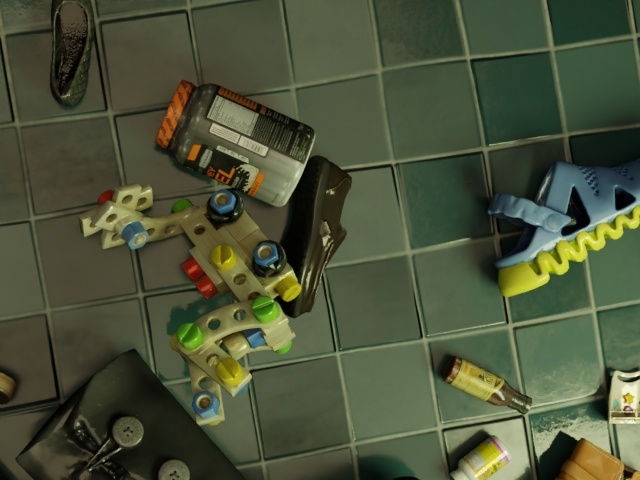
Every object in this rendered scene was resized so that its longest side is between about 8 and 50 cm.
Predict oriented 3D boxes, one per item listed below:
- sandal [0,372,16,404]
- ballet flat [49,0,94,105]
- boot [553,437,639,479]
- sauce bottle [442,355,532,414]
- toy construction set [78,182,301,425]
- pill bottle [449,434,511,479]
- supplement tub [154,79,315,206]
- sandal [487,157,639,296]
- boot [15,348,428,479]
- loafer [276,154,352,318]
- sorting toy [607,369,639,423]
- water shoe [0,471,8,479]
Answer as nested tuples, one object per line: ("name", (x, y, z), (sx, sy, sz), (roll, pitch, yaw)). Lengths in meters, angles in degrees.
("sandal", (-0.500, 0.131, 1.505), (0.240, 0.088, 0.079), (25, 54, -14))
("ballet flat", (-0.326, -0.263, 1.536), (0.057, 0.049, 0.173), (0, 89, -9))
("boot", (0.318, 0.371, 1.590), (0.283, 0.109, 0.220), (25, 88, -10))
("sauce bottle", (0.232, 0.202, 1.618), (0.128, 0.042, 0.042), (25, 86, -9))
("toy construction set", (-0.153, 0.051, 1.492), (0.215, 0.151, 0.328), (-36, 76, -8))
("pill bottle", (0.220, 0.309, 1.612), (0.083, 0.043, 0.043), (-36, 94, -7))
("supplement tub", (-0.113, -0.131, 1.533), (0.190, 0.117, 0.117), (23, 86, -7))
("sandal", (0.357, -0.055, 1.602), (0.317, 0.126, 0.138), (-31, 90, -9))
("boot", (-0.112, 0.309, 1.507), (0.445, 0.146, 0.367), (41, 58, 12))
("loafer", (0.000, 0.000, 1.565), (0.078, 0.080, 0.220), (12, 94, -28))
("sorting toy", (0.438, 0.221, 1.649), (0.083, 0.045, 0.075), (2, 82, -8))
("water shoe", (-0.419, 0.364, 1.515), (0.080, 0.073, 0.203), (-36, 95, 19))
